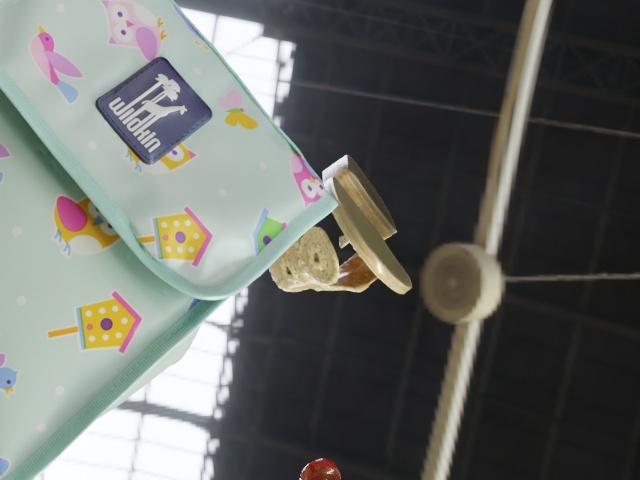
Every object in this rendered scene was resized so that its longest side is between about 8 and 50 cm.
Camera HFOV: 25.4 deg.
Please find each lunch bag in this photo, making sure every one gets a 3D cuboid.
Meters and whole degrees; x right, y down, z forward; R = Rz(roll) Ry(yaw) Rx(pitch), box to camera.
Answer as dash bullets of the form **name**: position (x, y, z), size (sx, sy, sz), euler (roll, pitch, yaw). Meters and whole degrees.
- **lunch bag**: position (-0.148, -0.020, 0.789), size (0.262, 0.160, 0.223), euler (-41, -89, -6)

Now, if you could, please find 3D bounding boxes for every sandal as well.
- **sandal**: position (0.004, 0.005, 0.949), size (0.079, 0.240, 0.088), euler (-35, -80, 9)

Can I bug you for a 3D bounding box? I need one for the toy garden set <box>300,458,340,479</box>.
- **toy garden set**: position (-0.024, 0.277, 0.916), size (0.244, 0.049, 0.204), euler (-41, -140, 6)
